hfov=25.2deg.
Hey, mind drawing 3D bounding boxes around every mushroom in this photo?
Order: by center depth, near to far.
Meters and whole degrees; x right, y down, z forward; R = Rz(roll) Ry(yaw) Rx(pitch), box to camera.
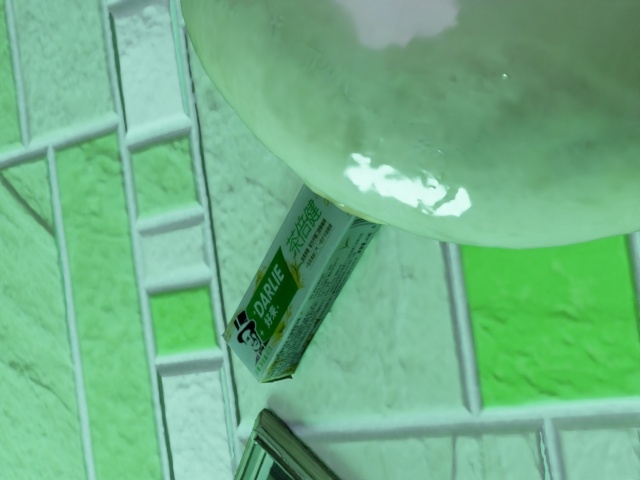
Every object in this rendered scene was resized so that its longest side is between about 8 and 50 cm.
[{"bbox_3d":[0.067,-0.144,0.636,0.356,0.315,0.315,-4,91,43],"label":"mushroom"}]

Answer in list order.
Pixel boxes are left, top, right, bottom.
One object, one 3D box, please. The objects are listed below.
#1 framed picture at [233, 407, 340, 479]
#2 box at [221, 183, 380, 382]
[{"bbox_3d":[0.010,0.285,0.924,0.296,0.019,0.232,39,120,37],"label":"framed picture"},{"bbox_3d":[0.000,0.000,0.894,0.050,0.041,0.207,48,125,29],"label":"box"}]
